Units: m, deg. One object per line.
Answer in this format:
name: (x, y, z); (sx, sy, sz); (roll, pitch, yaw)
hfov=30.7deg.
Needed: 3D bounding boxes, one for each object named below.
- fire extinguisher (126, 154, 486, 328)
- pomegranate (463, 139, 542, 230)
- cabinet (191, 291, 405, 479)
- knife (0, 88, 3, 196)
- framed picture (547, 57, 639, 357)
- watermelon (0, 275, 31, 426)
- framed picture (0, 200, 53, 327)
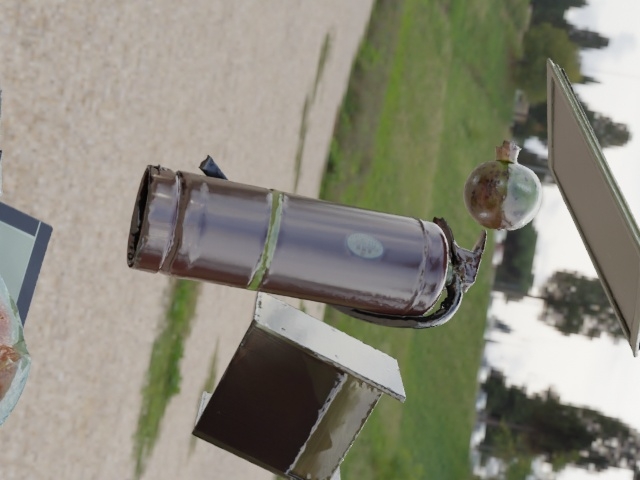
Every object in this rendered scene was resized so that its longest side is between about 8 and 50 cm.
fire extinguisher: (0.000, 0.000, 1.074); (0.105, 0.341, 0.141); (125, -29, -54)
pomegranate: (0.276, -0.076, 1.791); (0.130, 0.130, 0.130); (10, 90, -87)
cabinet: (-0.028, 0.201, 1.522); (0.175, 0.215, 0.148); (-61, -173, 12)
knife: (-0.459, -0.137, 1.590); (0.028, 0.060, 0.230); (54, -33, 29)
framed picture: (0.275, -0.032, 1.162); (0.197, 0.014, 0.252); (72, 1, -58)
watermelon: (-0.452, 0.154, 1.369); (0.260, 0.256, 0.176); (-34, 129, -47)
framed picture: (-0.611, 0.085, 2.016); (0.265, 0.016, 0.347); (29, 66, -43)
